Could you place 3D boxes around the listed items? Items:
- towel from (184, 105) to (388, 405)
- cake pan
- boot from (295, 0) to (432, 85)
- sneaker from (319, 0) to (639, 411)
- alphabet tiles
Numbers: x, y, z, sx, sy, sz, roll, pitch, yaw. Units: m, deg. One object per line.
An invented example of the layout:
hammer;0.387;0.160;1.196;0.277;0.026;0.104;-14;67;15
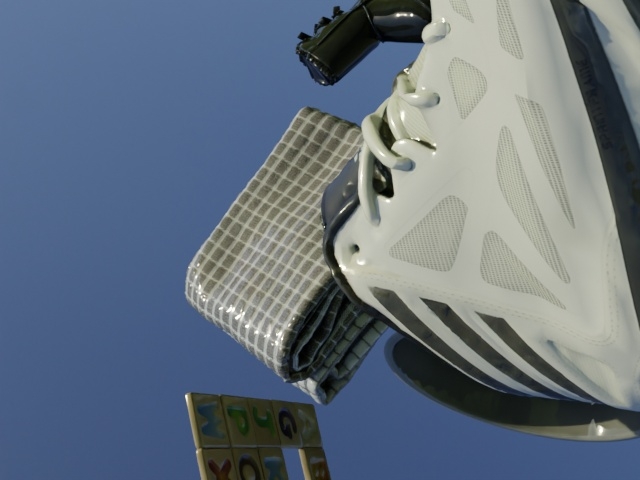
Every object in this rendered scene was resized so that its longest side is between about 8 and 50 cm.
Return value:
towel;0.000;0.000;0.988;0.121;0.284;0.235;41;171;-36
cake pan;0.213;0.132;0.971;0.293;0.293;0.054;20;-115;-1
boot;0.039;-0.167;0.767;0.099;0.045;0.121;-40;-144;-7
sneaker;0.063;-0.091;0.464;0.169;0.257;0.448;-45;-66;-48
alphabet tiles;-0.022;0.234;0.698;0.198;0.009;0.237;25;-134;-62
